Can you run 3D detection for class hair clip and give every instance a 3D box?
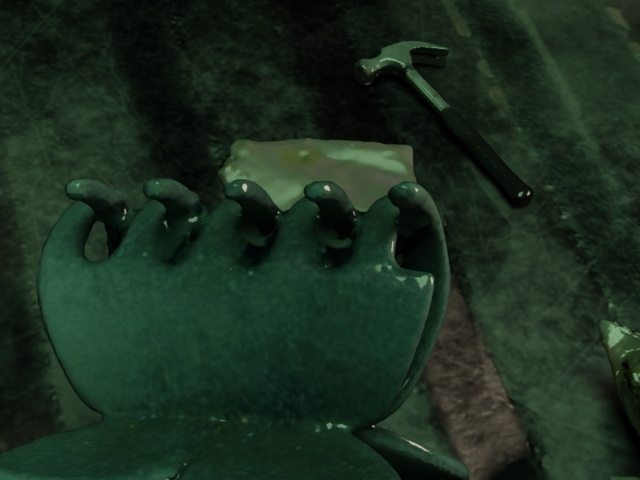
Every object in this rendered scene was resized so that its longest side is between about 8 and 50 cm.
[{"bbox_3d":[-0.057,0.076,1.103,0.318,0.392,0.239,2,89,14],"label":"hair clip"}]

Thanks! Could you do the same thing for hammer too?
[{"bbox_3d":[0.146,-0.126,1.553,0.103,0.029,0.246,-26,58,-26],"label":"hammer"}]

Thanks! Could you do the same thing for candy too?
[{"bbox_3d":[0.000,0.000,1.318,0.195,0.185,0.137,2,53,-6],"label":"candy"}]

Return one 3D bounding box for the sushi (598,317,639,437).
[{"bbox_3d":[0.332,0.177,1.273,0.134,0.109,0.273,-29,44,-24],"label":"sushi"}]

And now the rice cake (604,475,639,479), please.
[{"bbox_3d":[0.258,0.285,1.197,0.047,0.036,0.207,1,49,-1],"label":"rice cake"}]
